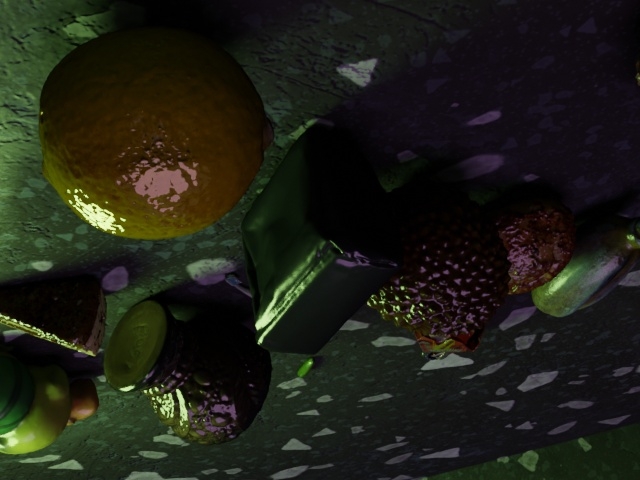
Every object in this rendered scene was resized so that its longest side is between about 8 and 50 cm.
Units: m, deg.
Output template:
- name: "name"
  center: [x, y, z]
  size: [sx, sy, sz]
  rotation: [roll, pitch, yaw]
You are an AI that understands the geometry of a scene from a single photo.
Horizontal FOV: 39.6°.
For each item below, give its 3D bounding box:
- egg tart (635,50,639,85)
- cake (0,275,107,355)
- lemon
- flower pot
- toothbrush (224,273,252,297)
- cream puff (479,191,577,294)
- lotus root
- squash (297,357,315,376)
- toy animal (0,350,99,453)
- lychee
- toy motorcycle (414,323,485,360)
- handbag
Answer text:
- name: "egg tart"
  center: [0.559, -0.266, 1.270]
  size: [0.297, 0.132, 0.297]
  rotation: [-14, 140, -12]
- name: "cake"
  center: [-0.525, 0.158, 1.653]
  size: [0.246, 0.135, 0.112]
  rotation: [-7, 152, -4]
- name: "lemon"
  center: [-0.209, -0.133, 1.104]
  size: [0.293, 0.293, 0.293]
  rotation: [-8, 151, -4]
- name: "flower pot"
  center: [-0.278, 0.256, 1.808]
  size: [0.267, 0.266, 0.267]
  rotation: [-27, 136, 28]
- name: "toothbrush"
  center: [-0.124, 0.122, 1.832]
  size: [0.026, 0.022, 0.263]
  rotation: [-9, 153, 23]
- name: "cream puff"
  center: [0.366, 0.011, 1.658]
  size: [0.240, 0.164, 0.240]
  rotation: [-6, 145, -4]
- name: "lotus root"
  center: [0.539, 0.031, 1.767]
  size: [0.158, 0.140, 0.322]
  rotation: [-11, 151, -36]
- name: "squash"
  center: [-0.036, 0.316, 2.204]
  size: [0.027, 0.027, 0.089]
  rotation: [2, 147, -21]
- name: "toy animal"
  center: [-0.652, 0.354, 1.900]
  size: [0.216, 0.191, 0.338]
  rotation: [-21, 149, 20]
- name: "lychee"
  center: [0.197, 0.035, 1.505]
  size: [0.267, 0.267, 0.267]
  rotation: [-8, 151, -4]
- name: "toy motorcycle"
  center: [0.287, 0.196, 2.026]
  size: [0.171, 0.089, 0.298]
  rotation: [-16, 150, 8]
- name: "handbag"
  center: [0.003, 0.001, 1.409]
  size: [0.178, 0.275, 0.302]
  rotation: [13, 139, -24]
